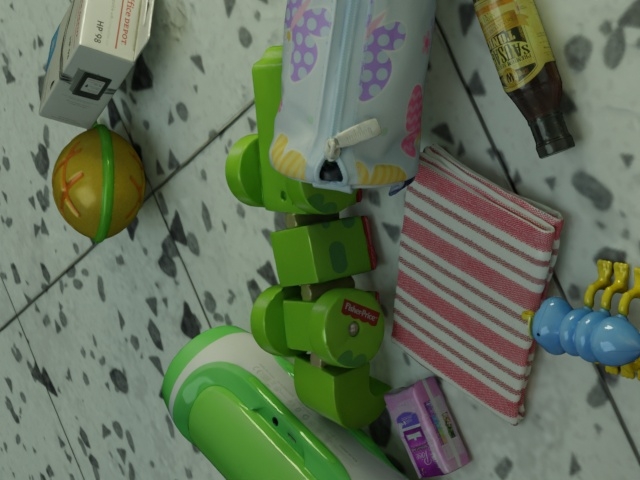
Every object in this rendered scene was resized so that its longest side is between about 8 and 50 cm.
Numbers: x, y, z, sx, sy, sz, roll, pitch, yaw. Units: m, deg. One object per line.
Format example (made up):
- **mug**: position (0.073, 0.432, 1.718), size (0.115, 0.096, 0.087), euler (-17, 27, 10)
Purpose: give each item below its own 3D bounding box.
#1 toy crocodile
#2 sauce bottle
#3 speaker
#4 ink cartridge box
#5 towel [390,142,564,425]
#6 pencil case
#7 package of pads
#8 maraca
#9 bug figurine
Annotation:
- **toy crocodile**: position (0.000, 0.000, 1.027), size (0.115, 0.105, 0.341), euler (0, 101, 53)
- **sauce bottle**: position (0.143, -0.121, 0.823), size (0.042, 0.042, 0.128), euler (-24, 86, 54)
- **speaker**: position (-0.024, 0.206, 1.118), size (0.296, 0.131, 0.131), euler (40, 134, 35)
- **ink cartridge box**: position (-0.228, -0.204, 1.213), size (0.180, 0.060, 0.104), euler (-41, 40, 52)
- **towel**: position (0.120, 0.036, 0.939), size (0.144, 0.029, 0.197), euler (35, 134, 39)
- **pencil case**: position (0.027, -0.172, 0.860), size (0.113, 0.124, 0.273), euler (14, 109, 21)
- **package of pads**: position (0.091, 0.162, 1.027), size (0.050, 0.032, 0.083), euler (-31, 80, 56)
- **maraca**: position (-0.246, -0.068, 1.310), size (0.186, 0.099, 0.127), euler (-133, 51, -65)
- **bug figurine**: position (0.229, 0.160, 0.814), size (0.216, 0.072, 0.279), euler (8, 112, 51)
